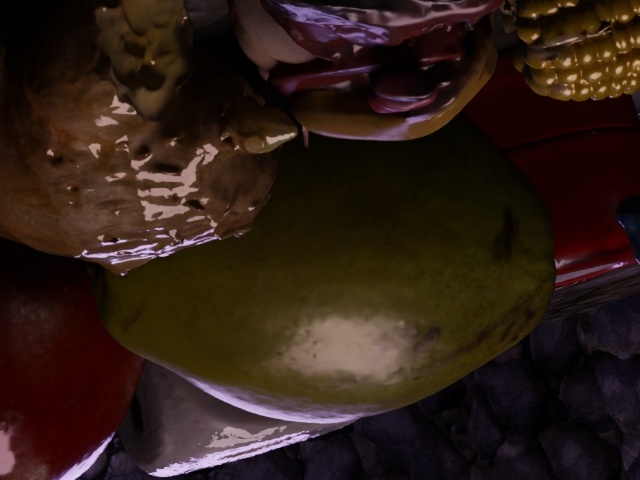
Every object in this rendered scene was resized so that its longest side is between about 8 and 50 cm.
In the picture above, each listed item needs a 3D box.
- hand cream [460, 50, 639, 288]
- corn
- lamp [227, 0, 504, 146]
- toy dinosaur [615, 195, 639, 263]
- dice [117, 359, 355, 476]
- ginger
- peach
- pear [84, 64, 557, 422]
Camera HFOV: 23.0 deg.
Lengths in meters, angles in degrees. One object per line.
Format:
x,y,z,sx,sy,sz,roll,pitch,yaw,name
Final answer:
0.124,-0.033,1.099,0.230,0.149,0.230,-17,173,-2,hand cream
0.210,-0.137,0.789,0.244,0.093,0.093,-17,171,1,corn
0.018,-0.098,0.647,0.118,0.118,0.253,-15,174,-3,lamp
0.224,-0.111,0.679,0.248,0.188,0.075,-16,178,-6,toy dinosaur
-0.077,0.085,1.319,0.193,0.191,0.194,-13,172,-22,dice
-0.101,-0.050,0.689,0.216,0.102,0.157,0,144,30,ginger
-0.211,0.068,0.976,0.243,0.199,0.243,-24,167,-6,peach
0.000,0.000,0.887,0.269,0.212,0.212,1,167,-11,pear
